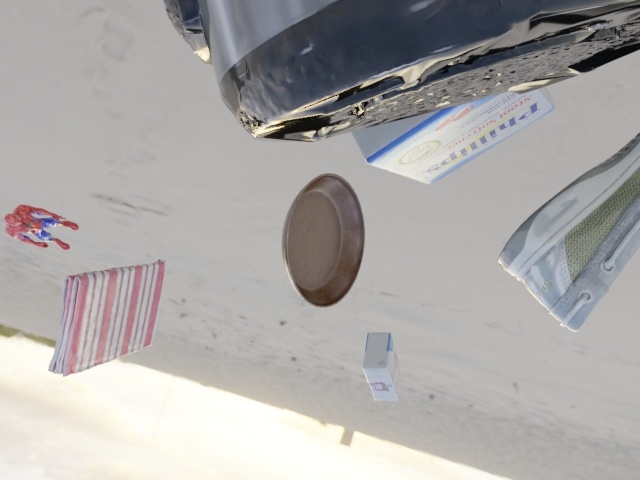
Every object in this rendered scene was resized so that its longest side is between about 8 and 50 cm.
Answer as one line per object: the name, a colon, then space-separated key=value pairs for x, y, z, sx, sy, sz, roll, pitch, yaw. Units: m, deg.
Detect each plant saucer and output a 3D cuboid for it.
plant saucer: x=0.000 y=0.000 z=0.929 sx=0.036 sy=0.198 sz=0.198 roll=3 pitch=163 yaw=35

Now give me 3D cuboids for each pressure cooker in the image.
pressure cooker: x=0.062 y=-0.307 z=0.431 sx=0.375 sy=0.420 sz=0.370 roll=-18 pitch=-174 yaw=-35

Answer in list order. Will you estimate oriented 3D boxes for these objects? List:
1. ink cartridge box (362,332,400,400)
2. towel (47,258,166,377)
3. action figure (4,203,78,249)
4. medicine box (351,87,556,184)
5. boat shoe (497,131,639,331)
ink cartridge box: x=0.127 y=0.259 z=1.281 sx=0.052 sy=0.088 sz=0.122 roll=-3 pitch=135 yaw=17
towel: x=-0.296 y=0.103 z=0.894 sx=0.029 sy=0.144 sz=0.197 roll=19 pitch=-168 yaw=21
action figure: x=-0.276 y=-0.013 z=0.619 sx=0.030 sy=0.038 sz=0.115 roll=27 pitch=176 yaw=9
medicine box: x=0.208 y=-0.232 z=1.022 sx=0.263 sy=0.149 sz=0.289 roll=-32 pitch=162 yaw=25
boat shoe: x=0.316 y=-0.043 z=0.582 sx=0.103 sy=0.320 sz=0.118 roll=52 pitch=169 yaw=21
